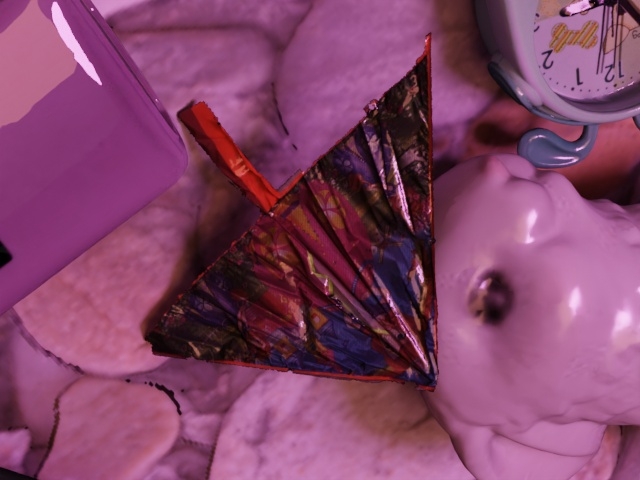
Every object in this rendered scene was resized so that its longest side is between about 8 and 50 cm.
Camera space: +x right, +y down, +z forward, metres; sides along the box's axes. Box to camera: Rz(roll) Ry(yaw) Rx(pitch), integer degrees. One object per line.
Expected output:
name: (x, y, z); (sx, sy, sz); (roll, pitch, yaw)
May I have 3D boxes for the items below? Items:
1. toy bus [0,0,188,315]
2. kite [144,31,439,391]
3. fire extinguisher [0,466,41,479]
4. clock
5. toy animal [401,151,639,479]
toy bus: (-0.174, -0.038, 0.707); (0.202, 0.142, 0.142); (-38, 128, -4)
kite: (0.000, 0.000, 0.839); (0.189, 0.009, 0.232); (47, 115, -3)
fire extinguisher: (-0.167, 0.170, 0.851); (0.311, 0.095, 0.114); (28, 70, -35)
clock: (0.145, -0.130, 0.878); (0.148, 0.060, 0.188); (-19, 124, -19)
toy animal: (0.195, 0.053, 0.942); (0.357, 0.193, 0.258); (6, 149, -16)
